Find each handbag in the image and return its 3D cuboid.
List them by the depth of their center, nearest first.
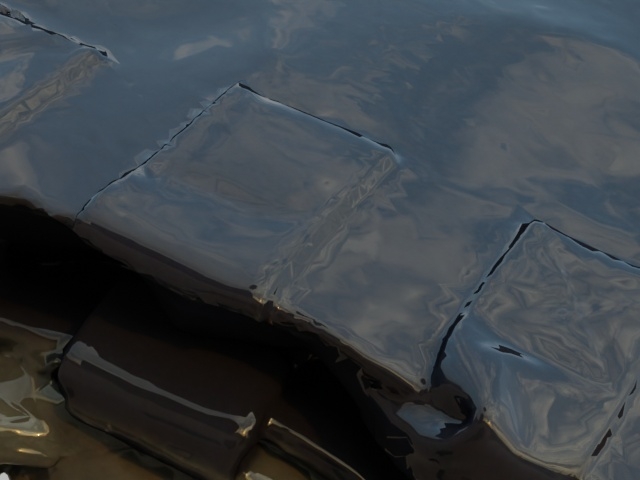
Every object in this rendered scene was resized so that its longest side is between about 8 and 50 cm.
[{"bbox_3d":[0.000,0.000,0.499,0.326,0.269,0.118,23,-52,17],"label":"handbag"}]
